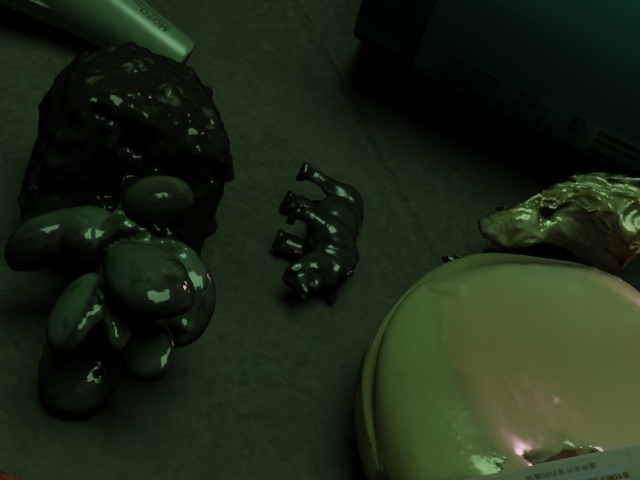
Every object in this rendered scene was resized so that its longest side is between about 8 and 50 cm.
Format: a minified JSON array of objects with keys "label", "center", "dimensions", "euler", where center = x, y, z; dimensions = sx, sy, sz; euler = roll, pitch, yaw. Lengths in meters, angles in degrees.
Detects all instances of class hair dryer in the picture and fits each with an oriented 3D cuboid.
[{"label":"hair dryer","center":[-0.168,-0.227,1.632],"dimensions":[0.229,0.092,0.267],"euler":[44,34,12]}]

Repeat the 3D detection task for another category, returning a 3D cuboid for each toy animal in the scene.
[{"label":"toy animal","center":[0.000,0.000,1.473],"dimensions":[0.065,0.047,0.135],"euler":[26,34,-9]}]

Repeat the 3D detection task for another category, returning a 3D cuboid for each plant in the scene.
[{"label":"plant","center":[-0.137,-0.014,1.345],"dimensions":[0.149,0.146,0.274],"euler":[15,41,-15]}]

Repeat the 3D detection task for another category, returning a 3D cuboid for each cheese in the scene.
[{"label":"cheese","center":[0.154,0.125,1.349],"dimensions":[0.266,0.127,0.233],"euler":[9,43,-15]}]

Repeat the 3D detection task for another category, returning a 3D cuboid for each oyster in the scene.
[{"label":"oyster","center":[0.199,-0.010,1.525],"dimensions":[0.191,0.163,0.081],"euler":[-1,84,-24]}]

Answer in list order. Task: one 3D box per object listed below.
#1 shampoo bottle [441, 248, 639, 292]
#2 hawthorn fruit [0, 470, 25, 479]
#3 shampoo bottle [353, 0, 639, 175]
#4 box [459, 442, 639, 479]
[{"label":"shampoo bottle","center":[0.177,0.052,1.496],"dimensions":[0.183,0.050,0.087],"euler":[15,38,-10]},{"label":"hawthorn fruit","center":[-0.208,0.206,1.061],"dimensions":[0.173,0.173,0.173],"euler":[13,41,-12]},{"label":"shampoo bottle","center":[0.251,-0.237,1.633],"dimensions":[0.343,0.331,0.331],"euler":[28,40,3]},{"label":"box","center":[0.199,0.196,1.196],"dimensions":[0.261,0.175,0.062],"euler":[-10,48,-7]}]
